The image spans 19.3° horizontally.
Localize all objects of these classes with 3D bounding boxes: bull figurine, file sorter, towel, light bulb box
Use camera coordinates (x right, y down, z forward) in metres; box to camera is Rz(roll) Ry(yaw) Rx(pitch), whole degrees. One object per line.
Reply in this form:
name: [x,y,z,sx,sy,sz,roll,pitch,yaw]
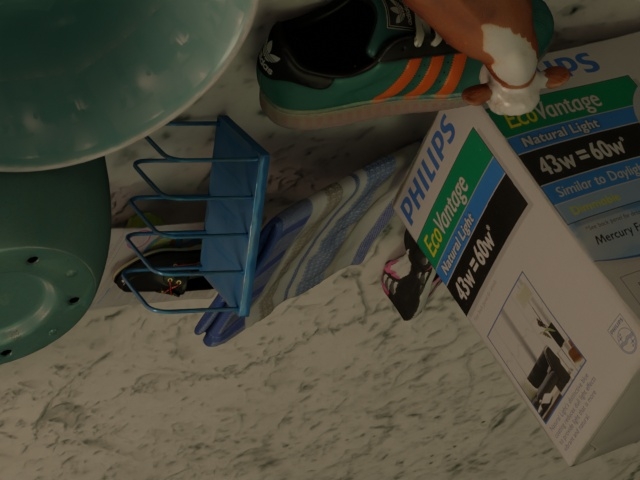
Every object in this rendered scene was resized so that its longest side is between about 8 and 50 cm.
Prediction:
bull figurine: [0.118,-0.236,1.672,0.101,0.188,0.310,-29,148,11]
file sorter: [-0.127,-0.024,1.848,0.104,0.118,0.170,-2,113,-25]
towel: [0.000,0.000,2.007,0.285,0.034,0.209,-29,160,-47]
light bulb box: [0.331,-0.011,1.957,0.358,0.361,0.225,-16,149,-31]

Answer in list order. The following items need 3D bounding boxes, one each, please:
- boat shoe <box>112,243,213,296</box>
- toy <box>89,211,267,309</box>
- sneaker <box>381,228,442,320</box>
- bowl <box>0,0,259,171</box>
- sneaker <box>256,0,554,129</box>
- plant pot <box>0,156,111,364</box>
boat shoe: [-0.151,0.035,1.954,0.133,0.042,0.049,-9,147,-31]
toy: [-0.184,0.011,1.987,0.237,0.056,0.137,-1,139,-41]
sneaker: [0.133,0.030,2.220,0.077,0.072,0.178,-19,156,-28]
bowl: [-0.217,-0.219,1.488,0.311,0.163,0.311,-19,146,-13]
sneaker: [0.087,-0.191,1.804,0.302,0.108,0.121,-16,153,-10]
plant pot: [-0.318,-0.029,1.659,0.293,0.235,0.293,-17,149,-10]
